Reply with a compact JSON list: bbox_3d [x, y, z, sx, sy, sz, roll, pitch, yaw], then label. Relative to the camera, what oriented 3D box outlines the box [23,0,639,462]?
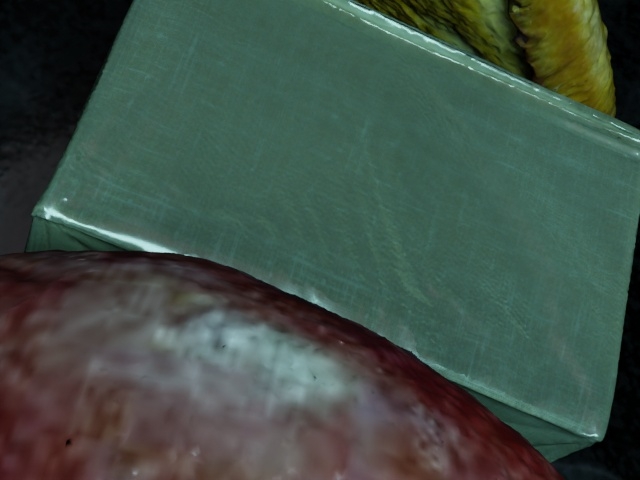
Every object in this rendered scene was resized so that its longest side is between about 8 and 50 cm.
[{"bbox_3d":[0.000,0.000,0.543,0.231,0.155,0.149,24,61,-10],"label":"box"}]

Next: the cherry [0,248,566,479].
[{"bbox_3d":[-0.045,0.112,0.401,0.300,0.230,0.203,1,41,22],"label":"cherry"}]

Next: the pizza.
[{"bbox_3d":[0.057,-0.128,0.630,0.074,0.287,0.251,-42,125,-6],"label":"pizza"}]
